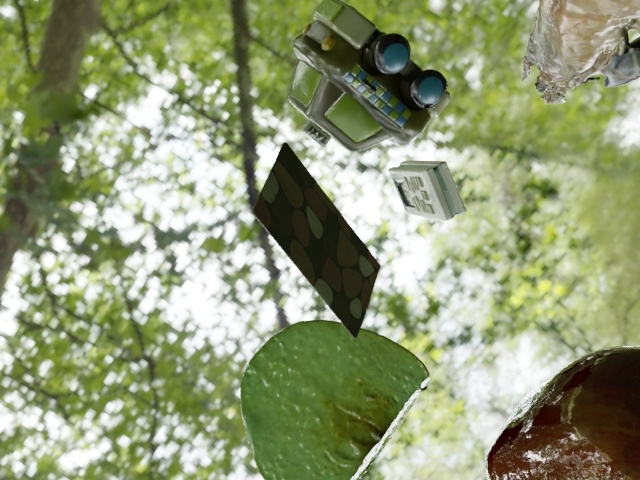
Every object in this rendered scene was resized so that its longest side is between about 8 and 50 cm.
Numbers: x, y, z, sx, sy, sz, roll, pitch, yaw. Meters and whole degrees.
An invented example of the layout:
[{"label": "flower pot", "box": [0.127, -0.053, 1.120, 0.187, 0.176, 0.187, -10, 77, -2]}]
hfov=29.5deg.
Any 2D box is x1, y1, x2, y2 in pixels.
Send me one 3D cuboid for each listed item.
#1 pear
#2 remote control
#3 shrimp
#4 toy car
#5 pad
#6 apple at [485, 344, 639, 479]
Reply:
[{"label": "pear", "box": [-0.003, 0.247, 1.821, 0.239, 0.288, 0.139, 36, 176, 8]}, {"label": "remote control", "box": [0.197, -0.097, 2.317, 0.103, 0.055, 0.277, 67, 171, -8]}, {"label": "shrimp", "box": [0.239, -0.165, 0.951, 0.152, 0.063, 0.287, 6, 165, 0]}, {"label": "toy car", "box": [0.054, -0.226, 1.830, 0.248, 0.198, 0.204, 36, -175, -33]}, {"label": "pad", "box": [0.000, 0.000, 1.583, 0.235, 0.003, 0.158, 52, -145, -24]}, {"label": "apple", "box": [0.357, 0.274, 1.431, 0.288, 0.316, 0.288, 13, -114, -32]}]
